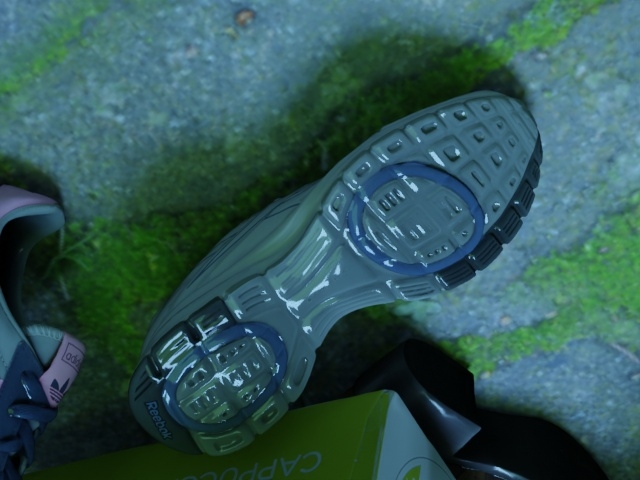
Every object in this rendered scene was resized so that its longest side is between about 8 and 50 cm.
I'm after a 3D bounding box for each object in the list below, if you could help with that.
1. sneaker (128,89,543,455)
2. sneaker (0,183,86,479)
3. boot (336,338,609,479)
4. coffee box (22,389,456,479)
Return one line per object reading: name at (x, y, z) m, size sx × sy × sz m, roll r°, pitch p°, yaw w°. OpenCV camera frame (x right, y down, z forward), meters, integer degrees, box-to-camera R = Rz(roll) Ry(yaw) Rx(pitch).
sneaker at (0.000, 0.000, 0.713) m, size 0.297 × 0.129 × 0.111 m, roll -35°, pitch 115°, yaw 0°
sneaker at (-0.202, 0.108, 0.685) m, size 0.131 × 0.319 × 0.112 m, roll -8°, pitch 163°, yaw -5°
boot at (0.065, 0.237, 0.864) m, size 0.264 × 0.096 × 0.280 m, roll 33°, pitch 118°, yaw -19°
coffee box at (-0.050, 0.348, 0.726) m, size 0.337 × 0.338 × 0.334 m, roll -17°, pitch 125°, yaw 26°
